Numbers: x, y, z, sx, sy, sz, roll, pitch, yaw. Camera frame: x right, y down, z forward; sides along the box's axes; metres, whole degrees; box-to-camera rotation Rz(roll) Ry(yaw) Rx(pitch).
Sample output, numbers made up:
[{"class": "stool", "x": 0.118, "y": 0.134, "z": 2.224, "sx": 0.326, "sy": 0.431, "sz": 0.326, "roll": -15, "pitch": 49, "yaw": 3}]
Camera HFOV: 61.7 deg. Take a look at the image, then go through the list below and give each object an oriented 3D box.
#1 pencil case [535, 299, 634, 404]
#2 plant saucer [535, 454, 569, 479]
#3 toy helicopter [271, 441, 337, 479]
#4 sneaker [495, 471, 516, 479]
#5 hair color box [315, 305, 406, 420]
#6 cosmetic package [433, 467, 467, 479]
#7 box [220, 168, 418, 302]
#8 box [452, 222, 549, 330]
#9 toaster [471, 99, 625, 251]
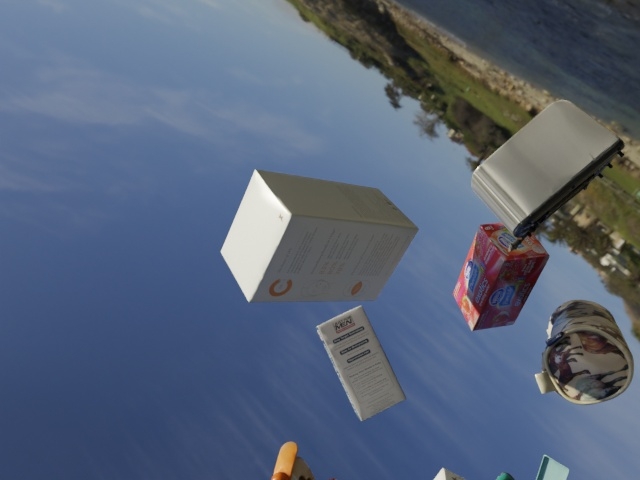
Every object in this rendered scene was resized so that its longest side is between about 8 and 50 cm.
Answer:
[{"class": "pencil case", "x": 0.601, "y": 0.243, "z": 1.239, "sx": 0.410, "sy": 0.184, "sz": 0.159, "roll": -6, "pitch": -97, "yaw": -65}, {"class": "plant saucer", "x": 0.524, "y": 0.604, "z": 1.247, "sx": 0.018, "sy": 0.192, "sz": 0.067, "roll": 14, "pitch": -176, "yaw": -35}, {"class": "toy helicopter", "x": -0.047, "y": 0.612, "z": 1.171, "sx": 0.355, "sy": 0.140, "sz": 0.235, "roll": -89, "pitch": -25, "yaw": -73}, {"class": "sneaker", "x": 0.388, "y": 0.486, "z": 0.933, "sx": 0.296, "sy": 0.123, "sz": 0.178, "roll": 8, "pitch": -177, "yaw": -27}, {"class": "hair color box", "x": 0.135, "y": 0.418, "z": 1.844, "sx": 0.105, "sy": 0.174, "sz": 0.347, "roll": 112, "pitch": 133, "yaw": -79}, {"class": "cosmetic package", "x": 0.305, "y": 0.846, "z": 1.390, "sx": 0.230, "sy": 0.453, "sz": 0.161, "roll": 28, "pitch": -161, "yaw": 0}, {"class": "box", "x": 0.000, "y": 0.000, "z": 1.148, "sx": 0.345, "sy": 0.215, "sz": 0.168, "roll": 5, "pitch": -146, "yaw": -39}, {"class": "box", "x": 0.430, "y": 0.089, "z": 1.306, "sx": 0.123, "sy": 0.256, "sz": 0.128, "roll": -5, "pitch": -136, "yaw": -13}, {"class": "toaster", "x": 0.305, "y": -0.087, "z": 0.753, "sx": 0.110, "sy": 0.186, "sz": 0.168, "roll": 51, "pitch": -170, "yaw": 16}]
